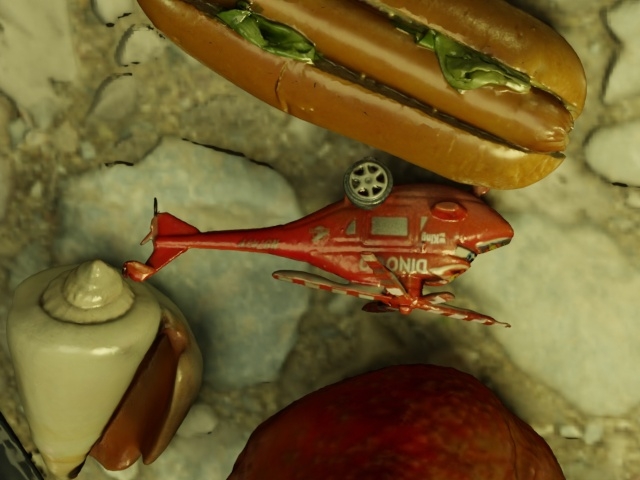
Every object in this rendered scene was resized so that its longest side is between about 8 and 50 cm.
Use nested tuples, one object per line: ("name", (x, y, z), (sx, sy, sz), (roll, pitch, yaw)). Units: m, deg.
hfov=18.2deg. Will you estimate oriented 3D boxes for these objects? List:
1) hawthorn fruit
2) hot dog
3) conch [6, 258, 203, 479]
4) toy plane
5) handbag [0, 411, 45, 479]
("hawthorn fruit", (0.026, 0.157, 1.052), (0.200, 0.179, 0.179), (-16, 104, 40))
("hot dog", (0.014, -0.104, 1.001), (0.250, 0.068, 0.100), (25, 98, 9))
("conch", (-0.125, 0.080, 1.117), (0.104, 0.094, 0.176), (-5, 119, -20))
("toy plane", (0.001, 0.002, 1.044), (0.194, 0.126, 0.077), (-4, 75, 21))
("handbag", (-0.276, 0.220, 1.213), (0.269, 0.118, 0.325), (-30, 95, 27))
